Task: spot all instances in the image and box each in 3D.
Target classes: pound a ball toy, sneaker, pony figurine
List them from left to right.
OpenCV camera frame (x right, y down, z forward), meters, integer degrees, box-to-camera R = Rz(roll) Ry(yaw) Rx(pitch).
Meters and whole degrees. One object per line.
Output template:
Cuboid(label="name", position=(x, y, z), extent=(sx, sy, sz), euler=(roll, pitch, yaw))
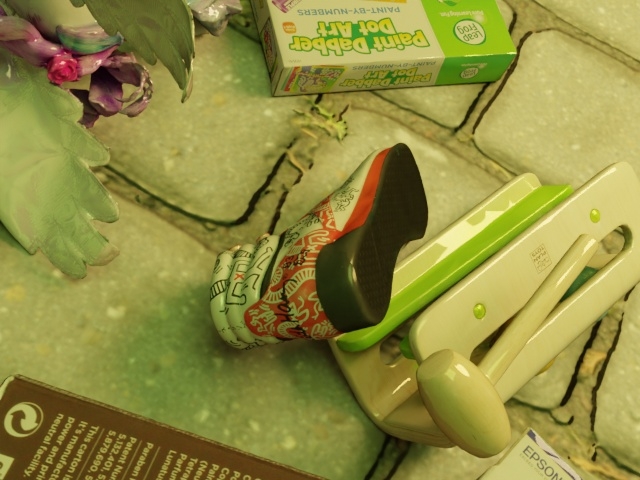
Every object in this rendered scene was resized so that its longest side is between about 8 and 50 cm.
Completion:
Cuboid(label="pony figurine", position=(-0.217, -0.194, 0.798), extent=(0.351, 0.303, 0.363), euler=(41, 38, 4))
Cuboid(label="sneaker", position=(-0.001, -0.001, 0.838), extent=(0.090, 0.145, 0.270), euler=(67, 24, -20))
Cuboid(label="pound a ball toy", position=(0.160, 0.065, 0.788), extent=(0.319, 0.208, 0.136), euler=(-35, 107, -28))

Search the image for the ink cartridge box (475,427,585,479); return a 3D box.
Cuboid(label="ink cartridge box", position=(0.106, 0.308, 0.726), extent=(0.165, 0.065, 0.333), euler=(45, 62, 11))

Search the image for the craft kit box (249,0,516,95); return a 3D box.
Cuboid(label="craft kit box", position=(0.046, -0.269, 1.016), extent=(0.250, 0.061, 0.246), euler=(-7, 68, -19))

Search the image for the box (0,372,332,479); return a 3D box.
Cuboid(label="box", position=(-0.032, 0.233, 0.598), extent=(0.381, 0.191, 0.143), euler=(15, 54, 11))
